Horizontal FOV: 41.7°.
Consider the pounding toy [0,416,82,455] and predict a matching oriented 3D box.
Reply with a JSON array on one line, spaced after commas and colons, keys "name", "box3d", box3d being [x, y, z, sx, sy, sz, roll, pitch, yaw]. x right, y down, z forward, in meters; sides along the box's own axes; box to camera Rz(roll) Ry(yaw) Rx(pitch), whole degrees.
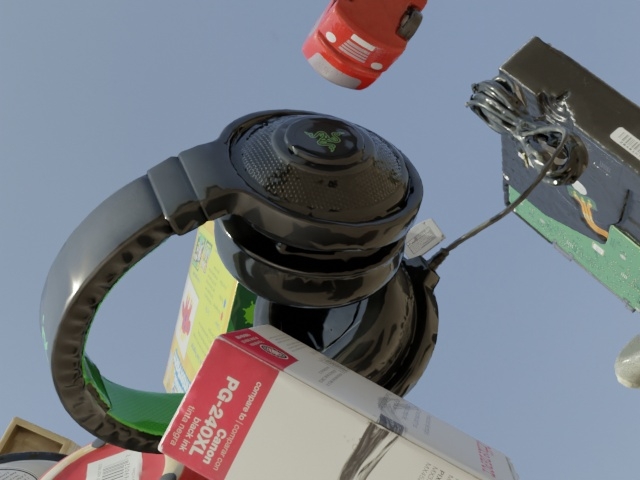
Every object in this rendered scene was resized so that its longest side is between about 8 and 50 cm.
[{"name": "pounding toy", "box3d": [-0.477, 0.377, 1.364, 0.100, 0.130, 0.141, 81, -150, -64]}]

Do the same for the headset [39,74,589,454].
[{"name": "headset", "box3d": [0.000, 0.000, 0.590, 0.394, 0.185, 0.243, -23, -43, -7]}]

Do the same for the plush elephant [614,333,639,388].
[{"name": "plush elephant", "box3d": [0.617, 0.152, 1.088, 0.255, 0.330, 0.272, 43, -105, -10]}]

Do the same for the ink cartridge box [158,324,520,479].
[{"name": "ink cartridge box", "box3d": [0.014, 0.104, 0.409, 0.063, 0.151, 0.109, -62, -10, 0]}]

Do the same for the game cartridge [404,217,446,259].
[{"name": "game cartridge", "box3d": [0.194, -0.003, 1.622, 0.083, 0.056, 0.017, -37, -12, 13]}]

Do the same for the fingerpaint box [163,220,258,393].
[{"name": "fingerpaint box", "box3d": [-0.145, 0.167, 1.514, 0.163, 0.445, 0.370, 12, -85, -18]}]

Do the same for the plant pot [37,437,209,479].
[{"name": "plant pot", "box3d": [-0.147, 0.261, 0.672, 0.191, 0.191, 0.174, -29, -65, -22]}]

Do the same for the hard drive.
[{"name": "hard drive", "box3d": [0.308, -0.057, 0.945, 0.064, 0.237, 0.339, -42, -26, -7]}]

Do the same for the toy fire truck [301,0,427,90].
[{"name": "toy fire truck", "box3d": [0.031, -0.157, 0.513, 0.047, 0.135, 0.192, 31, -118, -12]}]

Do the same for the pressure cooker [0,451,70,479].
[{"name": "pressure cooker", "box3d": [-0.371, 0.476, 1.070, 0.376, 0.369, 0.420, 11, -40, -8]}]
